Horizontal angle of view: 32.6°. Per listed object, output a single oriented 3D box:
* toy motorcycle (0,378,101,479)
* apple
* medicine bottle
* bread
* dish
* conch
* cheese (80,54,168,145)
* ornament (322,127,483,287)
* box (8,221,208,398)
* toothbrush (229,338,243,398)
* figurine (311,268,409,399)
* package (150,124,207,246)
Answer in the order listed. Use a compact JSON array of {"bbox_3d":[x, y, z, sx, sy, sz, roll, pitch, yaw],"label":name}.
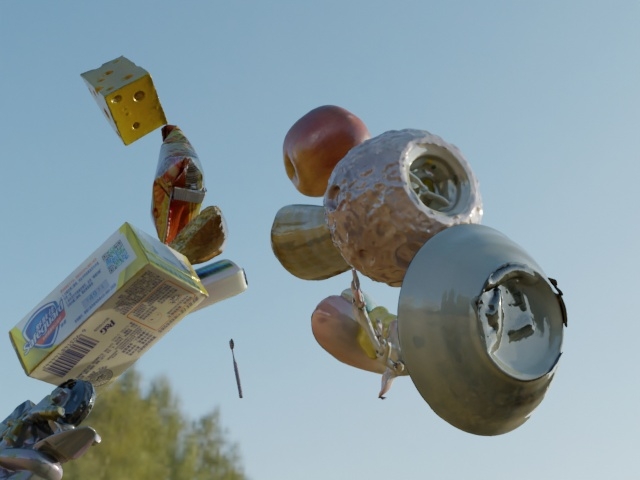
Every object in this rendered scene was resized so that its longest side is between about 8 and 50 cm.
[{"bbox_3d":[-0.326,0.248,1.163,0.225,0.152,0.073,-37,-56,10],"label":"toy motorcycle"},{"bbox_3d":[0.010,-0.177,2.233,0.199,0.199,0.199,3,-24,1],"label":"apple"},{"bbox_3d":[-0.267,0.106,2.213,0.219,0.078,0.115,-21,18,-27],"label":"medicine bottle"},{"bbox_3d":[-0.216,0.006,2.048,0.154,0.054,0.136,-40,-21,12],"label":"bread"},{"bbox_3d":[0.263,0.123,1.585,0.316,0.317,0.106,18,-19,-30],"label":"dish"},{"bbox_3d":[-0.009,0.004,2.004,0.127,0.158,0.255,-26,9,-35],"label":"conch"},{"bbox_3d":[-0.361,-0.275,1.958,0.093,0.171,0.126,-29,-40,-12],"label":"cheese"},{"bbox_3d":[0.129,-0.051,1.773,0.259,0.259,0.225,16,-32,-27],"label":"ornament"},{"bbox_3d":[-0.327,0.113,1.691,0.265,0.097,0.168,-43,-34,10],"label":"box"},{"bbox_3d":[-0.119,0.181,1.550,0.006,0.097,0.008,-1,-37,-18],"label":"toothbrush"},{"bbox_3d":[0.114,0.156,2.041,0.206,0.284,0.315,-23,19,-29],"label":"figurine"},{"bbox_3d":[-0.291,-0.096,2.226,0.108,0.223,0.288,8,18,-11],"label":"package"}]
